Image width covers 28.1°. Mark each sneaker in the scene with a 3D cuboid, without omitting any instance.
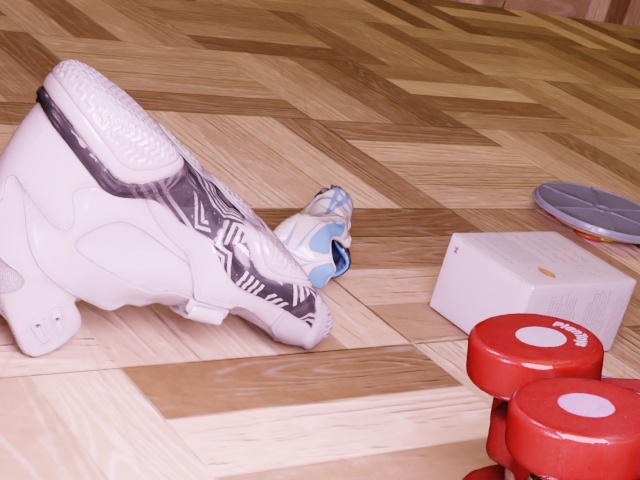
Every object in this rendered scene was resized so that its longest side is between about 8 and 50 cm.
[{"bbox_3d":[-0.162,0.024,1.141,0.366,0.210,0.137,44,4,-33],"label":"sneaker"},{"bbox_3d":[0.000,0.000,1.406,0.086,0.085,0.237,44,19,0],"label":"sneaker"}]

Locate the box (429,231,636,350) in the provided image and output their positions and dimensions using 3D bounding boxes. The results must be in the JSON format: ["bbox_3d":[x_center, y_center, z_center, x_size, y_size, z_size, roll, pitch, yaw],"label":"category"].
[{"bbox_3d":[0.229,0.057,1.386,0.171,0.091,0.130,-1,27,-38],"label":"box"}]

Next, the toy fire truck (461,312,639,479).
[{"bbox_3d":[0.238,0.169,0.913,0.254,0.169,0.302,0,17,-6],"label":"toy fire truck"}]

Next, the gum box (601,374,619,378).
[{"bbox_3d":[0.333,0.193,1.182,0.157,0.041,0.184,11,20,-11],"label":"gum box"}]

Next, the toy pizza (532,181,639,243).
[{"bbox_3d":[0.397,-0.032,1.822,0.201,0.032,0.201,13,21,-5],"label":"toy pizza"}]
